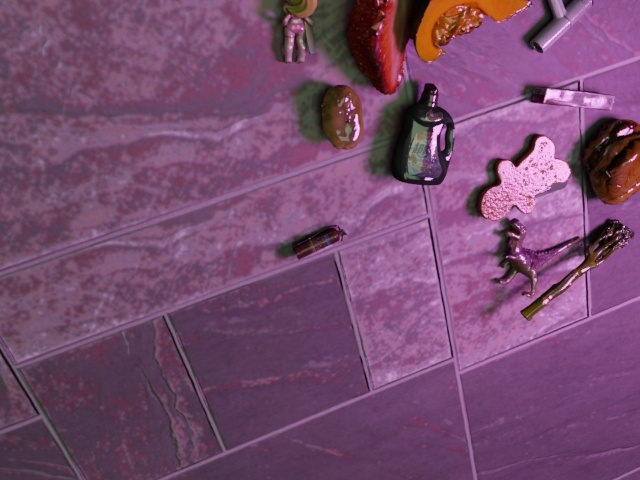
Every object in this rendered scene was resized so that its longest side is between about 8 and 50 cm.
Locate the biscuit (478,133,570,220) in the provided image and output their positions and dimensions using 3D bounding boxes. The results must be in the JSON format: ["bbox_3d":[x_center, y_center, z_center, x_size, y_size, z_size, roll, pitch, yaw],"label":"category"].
[{"bbox_3d":[0.493,-0.145,1.502,0.250,0.036,0.165,-40,110,0],"label":"biscuit"}]

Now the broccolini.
[{"bbox_3d":[0.684,0.084,1.626,0.392,0.079,0.074,-37,135,-6],"label":"broccolini"}]

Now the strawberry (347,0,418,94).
[{"bbox_3d":[0.113,-0.425,1.225,0.175,0.106,0.236,-17,128,-55],"label":"strawberry"}]

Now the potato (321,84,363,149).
[{"bbox_3d":[0.045,-0.263,1.284,0.091,0.070,0.138,-15,118,-18],"label":"potato"}]

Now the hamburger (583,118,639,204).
[{"bbox_3d":[0.768,-0.193,1.525,0.183,0.130,0.206,-42,121,5],"label":"hamburger"}]

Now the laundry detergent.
[{"bbox_3d":[0.240,-0.238,1.358,0.144,0.078,0.222,3,109,-21],"label":"laundry detergent"}]

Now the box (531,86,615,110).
[{"bbox_3d":[0.607,-0.340,1.448,0.207,0.050,0.041,0,109,-18],"label":"box"}]

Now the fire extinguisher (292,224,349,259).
[{"bbox_3d":[0.000,0.000,1.403,0.132,0.039,0.056,-25,127,-6],"label":"fire extinguisher"}]

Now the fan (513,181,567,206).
[{"bbox_3d":[0.548,-0.115,1.546,0.193,0.016,0.038,-24,120,-7],"label":"fan"}]

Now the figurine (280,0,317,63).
[{"bbox_3d":[-0.040,-0.437,1.183,0.083,0.083,0.187,-2,123,-18],"label":"figurine"}]

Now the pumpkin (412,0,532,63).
[{"bbox_3d":[0.282,-0.494,1.205,0.278,0.111,0.163,-29,149,-3],"label":"pumpkin"}]

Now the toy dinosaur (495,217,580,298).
[{"bbox_3d":[0.566,0.049,1.597,0.251,0.072,0.200,19,98,-16],"label":"toy dinosaur"}]

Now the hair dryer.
[{"bbox_3d":[0.499,-0.536,1.338,0.155,0.044,0.183,-45,113,3],"label":"hair dryer"}]
